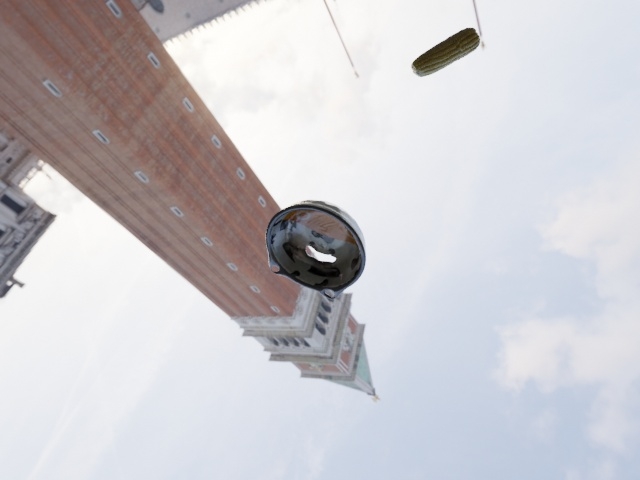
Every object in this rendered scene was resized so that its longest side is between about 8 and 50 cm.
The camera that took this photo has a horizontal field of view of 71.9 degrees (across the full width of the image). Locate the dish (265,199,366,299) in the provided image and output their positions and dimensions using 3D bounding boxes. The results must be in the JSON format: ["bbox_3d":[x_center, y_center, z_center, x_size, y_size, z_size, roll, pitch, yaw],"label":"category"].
[{"bbox_3d":[0.000,0.000,1.172,0.303,0.303,0.120,-7,-148,28],"label":"dish"}]

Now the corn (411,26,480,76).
[{"bbox_3d":[0.384,-0.576,1.360,0.231,0.080,0.080,-31,-138,-2],"label":"corn"}]
